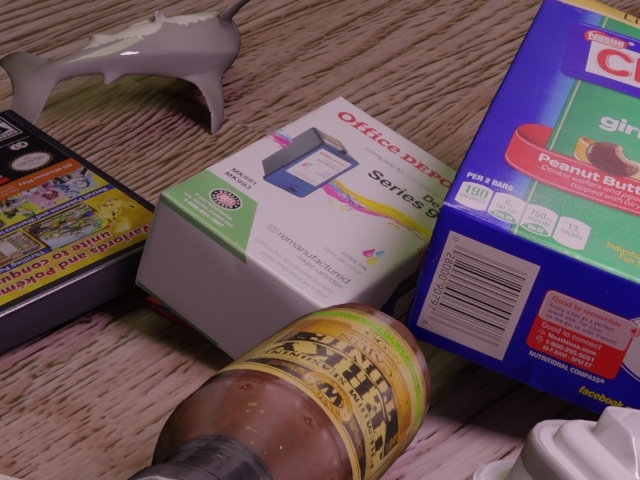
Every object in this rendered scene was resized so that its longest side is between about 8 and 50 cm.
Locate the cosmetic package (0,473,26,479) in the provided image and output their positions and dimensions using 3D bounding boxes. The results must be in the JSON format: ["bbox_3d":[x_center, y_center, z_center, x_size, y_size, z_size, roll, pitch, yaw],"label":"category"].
[{"bbox_3d":[-0.231,0.241,0.799,0.129,0.153,0.296,11,30,13],"label":"cosmetic package"}]

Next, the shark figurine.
[{"bbox_3d":[-0.136,-0.139,1.527,0.166,0.116,0.278,-17,2,44],"label":"shark figurine"}]

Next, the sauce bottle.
[{"bbox_3d":[-0.023,0.117,0.976,0.111,0.111,0.344,10,13,13],"label":"sauce bottle"}]

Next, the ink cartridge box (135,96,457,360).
[{"bbox_3d":[0.000,0.000,1.262,0.154,0.093,0.212,36,39,21],"label":"ink cartridge box"}]

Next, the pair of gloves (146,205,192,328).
[{"bbox_3d":[-0.091,0.006,1.345,0.198,0.023,0.159,26,38,36],"label":"pair of gloves"}]

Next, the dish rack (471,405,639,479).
[{"bbox_3d":[0.271,0.177,0.915,0.333,0.072,0.285,11,21,-34],"label":"dish rack"}]

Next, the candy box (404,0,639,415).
[{"bbox_3d":[0.231,-0.016,1.208,0.268,0.122,0.317,22,36,6],"label":"candy box"}]

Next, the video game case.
[{"bbox_3d":[-0.276,0.006,1.296,0.275,0.035,0.248,-26,40,-31],"label":"video game case"}]
